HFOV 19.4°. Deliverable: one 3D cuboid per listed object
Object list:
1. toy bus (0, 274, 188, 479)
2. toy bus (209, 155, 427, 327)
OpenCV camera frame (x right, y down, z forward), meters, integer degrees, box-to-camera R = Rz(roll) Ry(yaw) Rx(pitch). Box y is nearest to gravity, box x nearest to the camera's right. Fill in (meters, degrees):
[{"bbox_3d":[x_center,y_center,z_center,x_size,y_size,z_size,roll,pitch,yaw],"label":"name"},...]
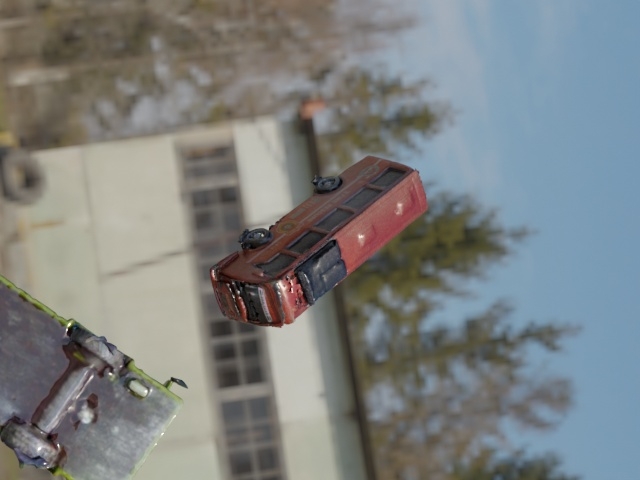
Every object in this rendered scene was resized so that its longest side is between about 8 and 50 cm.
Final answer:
[{"bbox_3d":[-0.247,0.063,1.325,0.113,0.301,0.139,-55,-170,-8],"label":"toy bus"},{"bbox_3d":[0.000,0.000,1.826,0.096,0.235,0.073,12,-50,43],"label":"toy bus"}]
